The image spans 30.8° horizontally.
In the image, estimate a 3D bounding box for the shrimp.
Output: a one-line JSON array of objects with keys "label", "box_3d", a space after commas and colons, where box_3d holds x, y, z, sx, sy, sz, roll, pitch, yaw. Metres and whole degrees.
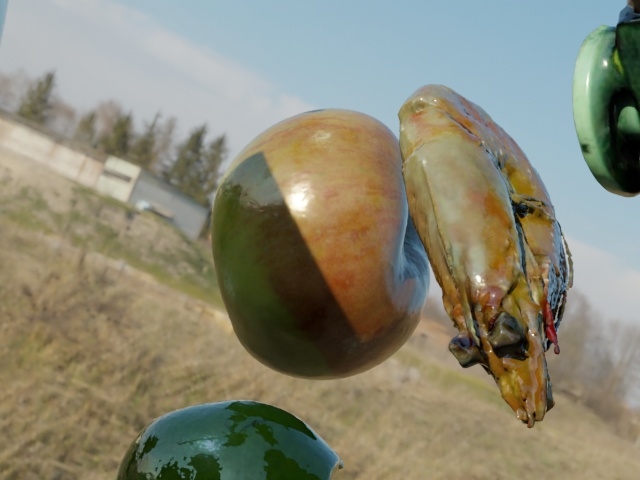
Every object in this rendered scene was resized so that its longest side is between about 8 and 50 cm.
[{"label": "shrimp", "box_3d": [0.115, 0.005, 0.746, 0.154, 0.062, 0.294, 32, 37, -27]}]

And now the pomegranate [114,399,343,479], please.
[{"label": "pomegranate", "box_3d": [-0.098, 0.233, 0.908, 0.159, 0.241, 0.190, 26, -25, 7]}]

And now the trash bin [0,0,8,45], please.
[{"label": "trash bin", "box_3d": [-0.245, -0.185, 0.598, 0.158, 0.223, 0.343, -4, 29, -4]}]

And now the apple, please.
[{"label": "apple", "box_3d": [0.000, 0.000, 1.105, 0.194, 0.260, 0.261, -12, -9, 9]}]

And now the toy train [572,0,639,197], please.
[{"label": "toy train", "box_3d": [0.311, -0.025, 0.744, 0.179, 0.272, 0.442, -4, -59, 41]}]
